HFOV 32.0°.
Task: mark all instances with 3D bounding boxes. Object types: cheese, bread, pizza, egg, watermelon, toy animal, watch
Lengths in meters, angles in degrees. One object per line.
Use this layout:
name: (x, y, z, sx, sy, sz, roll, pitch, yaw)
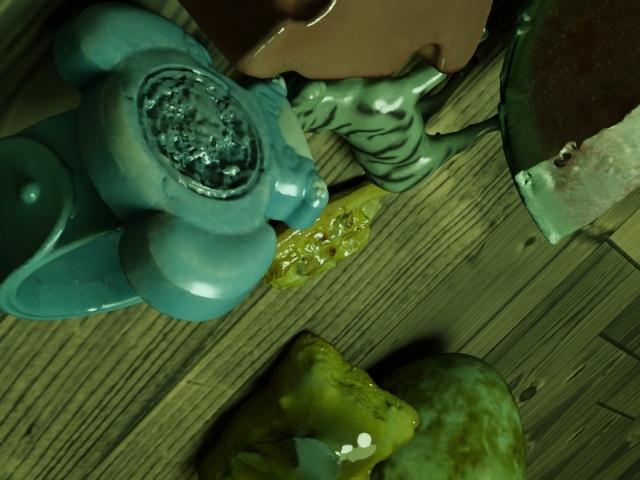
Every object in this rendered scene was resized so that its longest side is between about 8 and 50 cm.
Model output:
cheese: (0.035, -0.177, 0.724, 0.203, 0.128, 0.177, -46, 148, 9)
bread: (-0.022, 0.224, 1.161, 0.233, 0.160, 0.088, -53, 177, 26)
pizza: (0.000, 0.000, 1.005, 0.160, 0.036, 0.099, -28, 147, -17)
egg: (0.119, 0.266, 1.287, 0.238, 0.238, 0.289, 17, 93, -54)
watermelon: (0.245, -0.150, 0.830, 0.148, 0.226, 0.318, 41, 82, -31)
toy animal: (0.057, -0.118, 0.872, 0.170, 0.090, 0.255, -46, 146, 20)
watch: (-0.123, -0.023, 0.733, 0.211, 0.211, 0.193, -1, 155, -45)
